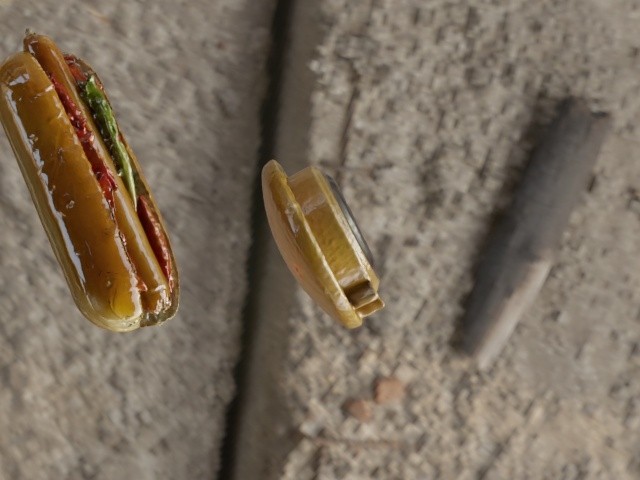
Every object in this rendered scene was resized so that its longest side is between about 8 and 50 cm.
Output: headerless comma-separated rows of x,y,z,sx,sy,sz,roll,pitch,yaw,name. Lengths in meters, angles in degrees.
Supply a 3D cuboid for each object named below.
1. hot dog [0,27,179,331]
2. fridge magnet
-0.165,-0.046,1.161,0.092,0.062,0.236,-16,76,-46,hot dog
0.000,0.000,1.244,0.063,0.143,0.143,-27,112,3,fridge magnet
